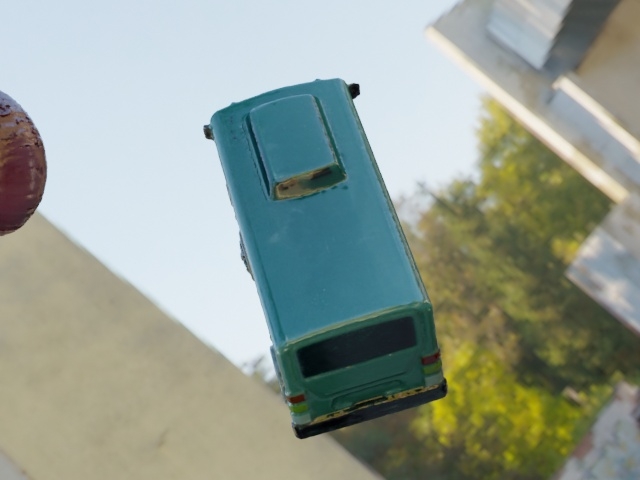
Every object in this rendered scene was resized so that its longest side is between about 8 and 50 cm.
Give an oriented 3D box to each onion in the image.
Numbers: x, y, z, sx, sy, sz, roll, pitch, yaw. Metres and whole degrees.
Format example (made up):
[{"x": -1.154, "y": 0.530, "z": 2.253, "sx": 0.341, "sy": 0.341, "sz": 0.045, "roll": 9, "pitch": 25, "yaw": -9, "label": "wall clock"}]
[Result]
[{"x": -0.242, "y": -0.057, "z": 1.024, "sx": 0.115, "sy": 0.115, "sz": 0.104, "roll": -54, "pitch": -16, "yaw": 25, "label": "onion"}]

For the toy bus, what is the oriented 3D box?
[{"x": 0.000, "y": 0.000, "z": 0.667, "sx": 0.079, "sy": 0.160, "sz": 0.092, "roll": -16, "pitch": -39, "yaw": -3, "label": "toy bus"}]
